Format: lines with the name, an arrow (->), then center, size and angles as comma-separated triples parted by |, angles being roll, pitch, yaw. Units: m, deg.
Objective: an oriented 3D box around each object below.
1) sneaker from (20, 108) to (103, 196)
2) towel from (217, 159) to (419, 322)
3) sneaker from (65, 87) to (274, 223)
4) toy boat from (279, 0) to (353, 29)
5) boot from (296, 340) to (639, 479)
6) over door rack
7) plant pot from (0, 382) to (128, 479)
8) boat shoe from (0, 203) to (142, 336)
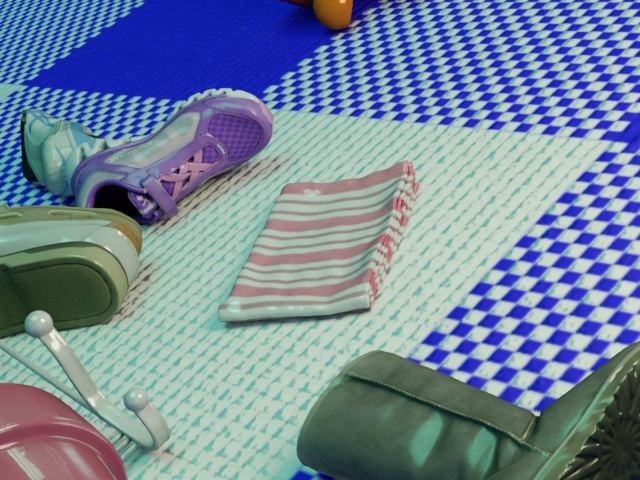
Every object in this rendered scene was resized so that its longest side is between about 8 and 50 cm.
sneaker -> -0.298, -0.103, 1.406 | 0.086, 0.085, 0.237 | -6, 19, -24
towel -> 0.000, 0.000, 1.065 | 0.144, 0.029, 0.197 | -9, 32, 25
sneaker -> -0.154, -0.070, 1.236 | 0.236, 0.095, 0.104 | -21, 36, 13
toy boat -> 0.026, -0.330, 1.507 | 0.231, 0.151, 0.151 | -9, 63, 25
boot -> 0.110, 0.109, 0.781 | 0.189, 0.076, 0.208 | -37, 25, -26
over door rack -> -0.307, 0.150, 0.929 | 0.324, 0.108, 0.239 | 18, 48, 41
plant pot -> -0.166, 0.209, 0.697 | 0.180, 0.201, 0.201 | 29, 57, 36
boat shoe -> -0.312, 0.028, 1.168 | 0.302, 0.113, 0.103 | -1, 34, 16
